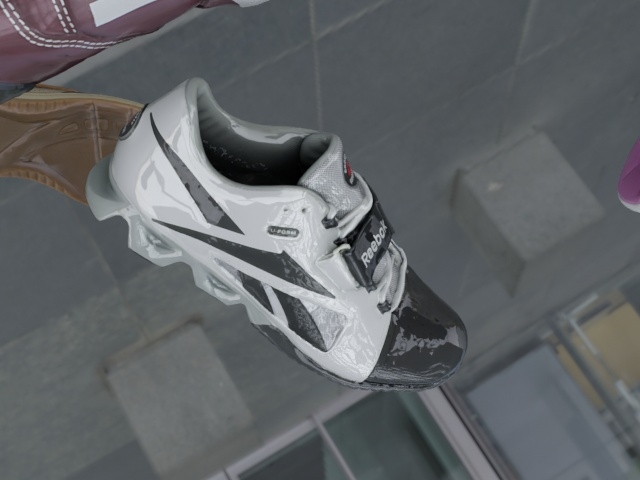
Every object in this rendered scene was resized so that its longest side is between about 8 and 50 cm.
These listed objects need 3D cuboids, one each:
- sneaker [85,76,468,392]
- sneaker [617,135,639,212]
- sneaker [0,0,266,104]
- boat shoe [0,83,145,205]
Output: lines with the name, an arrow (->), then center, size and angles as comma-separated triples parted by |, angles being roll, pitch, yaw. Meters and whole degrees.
sneaker -> 0.000, 0.000, 0.800 | 0.331, 0.122, 0.146 | 30, 129, -19
sneaker -> 0.326, -0.035, 0.742 | 0.104, 0.236, 0.095 | 33, 78, -28
sneaker -> -0.138, -0.105, 0.393 | 0.162, 0.106, 0.281 | -32, -157, -19
boat shoe -> -0.277, -0.116, 1.145 | 0.342, 0.123, 0.123 | 6, 115, -9
